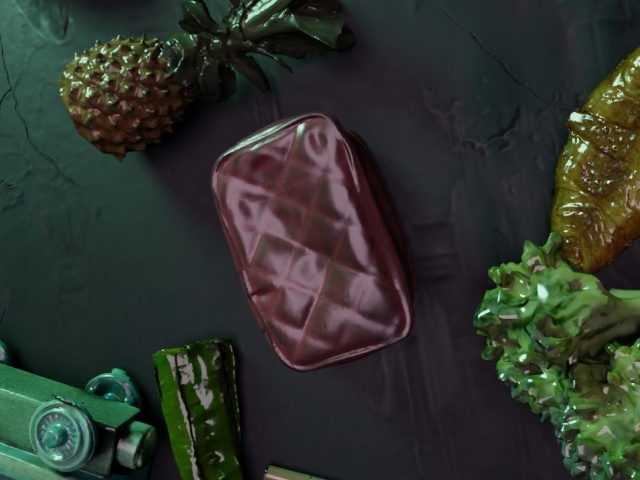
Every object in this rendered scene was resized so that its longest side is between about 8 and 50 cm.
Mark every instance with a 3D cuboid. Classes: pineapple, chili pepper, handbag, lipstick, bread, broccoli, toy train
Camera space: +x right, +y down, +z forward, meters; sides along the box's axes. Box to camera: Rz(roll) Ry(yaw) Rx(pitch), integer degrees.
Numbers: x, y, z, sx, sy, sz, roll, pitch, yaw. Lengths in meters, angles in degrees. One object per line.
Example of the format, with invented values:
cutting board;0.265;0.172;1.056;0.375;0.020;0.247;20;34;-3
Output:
pineapple;-0.107;-0.175;0.630;0.277;0.119;0.130;-26;66;9
chili pepper;-0.102;0.279;0.655;0.084;0.076;0.359;-8;88;-14
handbag;0.000;0.000;0.599;0.146;0.135;0.225;-21;90;10
lipstick;-0.010;0.246;0.658;0.094;0.019;0.019;11;92;11
bread;0.263;-0.073;0.566;0.105;0.076;0.233;35;112;37
broccoli;0.370;0.083;0.461;0.397;0.275;0.353;-42;116;9
toy train;-0.317;0.213;0.673;0.298;0.120;0.194;15;98;11
